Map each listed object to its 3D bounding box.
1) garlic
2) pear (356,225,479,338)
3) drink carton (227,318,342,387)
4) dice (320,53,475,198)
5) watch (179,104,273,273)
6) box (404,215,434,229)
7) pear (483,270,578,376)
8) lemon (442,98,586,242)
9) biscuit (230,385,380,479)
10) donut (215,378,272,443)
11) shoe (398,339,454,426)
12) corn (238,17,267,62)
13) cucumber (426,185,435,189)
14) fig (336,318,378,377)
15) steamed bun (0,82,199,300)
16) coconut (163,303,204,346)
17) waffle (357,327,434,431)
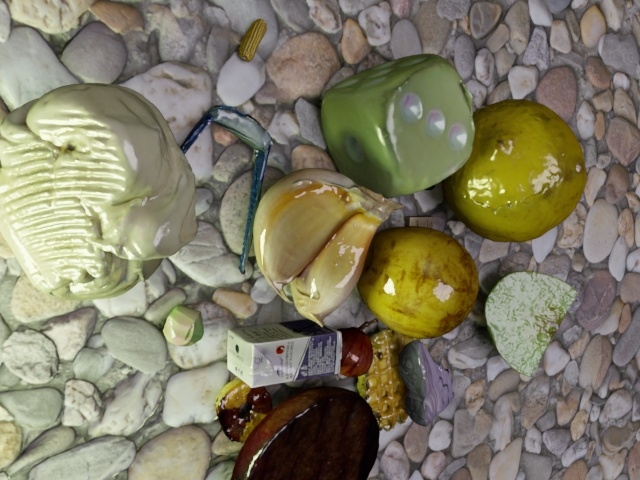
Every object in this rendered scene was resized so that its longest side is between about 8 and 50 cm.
[{"bbox_3d":[0.000,0.000,1.262,0.313,0.249,0.286,-55,153,17],"label":"garlic"},{"bbox_3d":[0.222,0.095,1.389,0.281,0.281,0.280,-6,101,-31],"label":"pear"},{"bbox_3d":[-0.081,0.242,1.307,0.223,0.134,0.101,-1,100,-31],"label":"drink carton"},{"bbox_3d":[0.168,-0.250,1.307,0.250,0.254,0.251,-31,115,-21],"label":"dice"},{"bbox_3d":[-0.184,-0.111,1.223,0.276,0.068,0.274,38,78,-31],"label":"watch"},{"bbox_3d":[0.254,-0.036,1.531,0.083,0.024,0.053,-1,98,-30],"label":"box"},{"bbox_3d":[0.552,0.205,1.700,0.239,0.139,0.288,32,85,-17],"label":"pear"},{"bbox_3d":[0.472,-0.164,1.466,0.387,0.350,0.349,29,81,-64],"label":"lemon"},{"bbox_3d":[-0.033,0.523,1.387,0.408,0.091,0.407,-17,118,-35],"label":"biscuit"},{"bbox_3d":[-0.174,0.370,1.316,0.141,0.059,0.140,-5,100,-31],"label":"donut"},{"bbox_3d":[0.278,0.346,1.510,0.138,0.095,0.244,-27,119,-31],"label":"shoe"},{"bbox_3d":[-0.139,-0.410,1.217,0.037,0.037,0.092,32,82,-32],"label":"corn"},{"bbox_3d":[0.238,-0.151,1.497,0.133,0.032,0.032,16,90,-34],"label":"cucumber"},{"bbox_3d":[0.067,0.253,1.400,0.129,0.128,0.150,-13,125,-29],"label":"fig"},{"bbox_3d":[-0.353,-0.084,0.998,0.247,0.340,0.351,-36,109,-62],"label":"steamed bun"},{"bbox_3d":[-0.276,0.177,1.211,0.081,0.082,0.083,27,40,-8],"label":"coconut"},{"bbox_3d":[0.189,0.359,1.537,0.280,0.060,0.262,41,74,-34],"label":"waffle"}]
